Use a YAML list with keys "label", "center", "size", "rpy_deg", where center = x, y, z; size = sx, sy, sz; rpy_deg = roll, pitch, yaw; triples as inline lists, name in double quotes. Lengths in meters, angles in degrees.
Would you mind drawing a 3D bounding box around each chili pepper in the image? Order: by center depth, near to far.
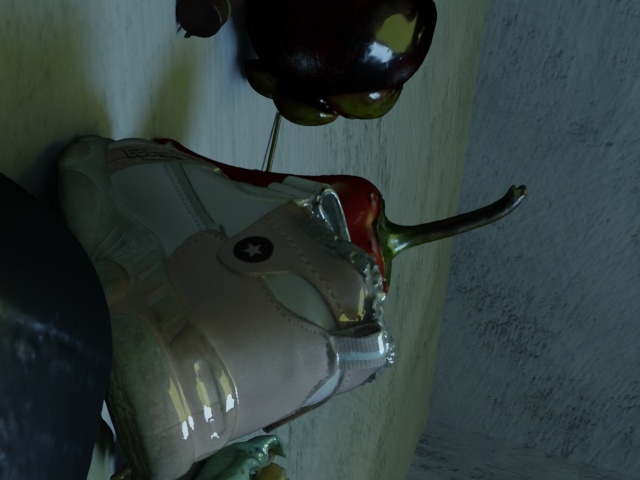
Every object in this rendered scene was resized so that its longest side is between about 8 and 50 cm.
- label: "chili pepper"
  center: [-0.001, 0.005, 1.165]
  size: [0.131, 0.338, 0.134]
  rpy_deg: [-64, 161, -52]

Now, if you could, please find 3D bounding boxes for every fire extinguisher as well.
- label: "fire extinguisher"
  center: [-0.082, -0.237, 1.217]
  size: [0.064, 0.043, 0.158]
  rpy_deg: [-47, -172, 39]

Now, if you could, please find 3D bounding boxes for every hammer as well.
- label: "hammer"
  center: [-0.059, -0.096, 1.546]
  size: [0.035, 0.019, 0.110]
  rpy_deg: [27, 72, -77]

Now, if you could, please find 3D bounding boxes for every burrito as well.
- label: "burrito"
  center: [-0.121, 0.322, 1.580]
  size: [0.144, 0.089, 0.229]
  rpy_deg: [-66, 173, 30]

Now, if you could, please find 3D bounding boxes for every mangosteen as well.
- label: "mangosteen"
  center: [0.018, -0.216, 1.337]
  size: [0.210, 0.210, 0.210]
  rpy_deg: [14, 90, -77]

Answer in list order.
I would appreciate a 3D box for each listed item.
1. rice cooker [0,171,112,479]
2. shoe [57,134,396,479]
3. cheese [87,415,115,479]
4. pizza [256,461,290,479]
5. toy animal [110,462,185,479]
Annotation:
- label: "rice cooker"
  center: [-0.217, 0.068, 0.511]
  size: [0.267, 0.267, 0.224]
  rpy_deg: [59, 36, -73]
- label: "shoe"
  center: [-0.072, 0.029, 0.955]
  size: [0.351, 0.198, 0.172]
  rpy_deg: [-115, -166, -56]
- label: "cheese"
  center: [-0.247, 0.219, 0.751]
  size: [0.292, 0.153, 0.332]
  rpy_deg: [78, 29, -64]
- label: "pizza"
  center: [-0.090, 0.447, 1.913]
  size: [0.134, 0.056, 0.271]
  rpy_deg: [-37, 139, -67]
- label: "toy animal"
  center: [-0.159, 0.198, 1.297]
  size: [0.186, 0.094, 0.214]
  rpy_deg: [-53, 162, -50]
